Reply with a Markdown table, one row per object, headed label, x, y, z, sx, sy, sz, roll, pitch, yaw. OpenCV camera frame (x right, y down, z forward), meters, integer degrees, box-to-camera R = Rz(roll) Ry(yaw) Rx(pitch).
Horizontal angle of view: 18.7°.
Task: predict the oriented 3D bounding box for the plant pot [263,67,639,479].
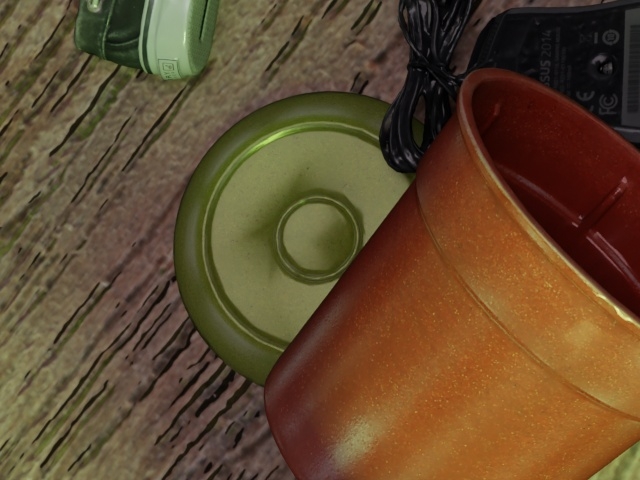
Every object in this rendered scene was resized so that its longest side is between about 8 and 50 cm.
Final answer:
| label | x | y | z | sx | sy | sz | roll | pitch | yaw |
| --- | --- | --- | --- | --- | --- | --- | --- | --- | --- |
| plant pot | 0.118 | 0.072 | 1.324 | 0.272 | 0.272 | 0.265 | 48 | 116 | 13 |

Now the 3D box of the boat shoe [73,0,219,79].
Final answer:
| label | x | y | z | sx | sy | sz | roll | pitch | yaw |
| --- | --- | --- | --- | --- | --- | --- | --- | --- | --- |
| boat shoe | -0.125 | -0.296 | 1.508 | 0.119 | 0.121 | 0.335 | 10 | 86 | 7 |

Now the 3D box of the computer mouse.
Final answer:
| label | x | y | z | sx | sy | sz | roll | pitch | yaw |
| --- | --- | --- | --- | --- | --- | --- | --- | --- | --- |
| computer mouse | 0.190 | -0.123 | 1.455 | 0.272 | 0.072 | 0.188 | 4 | 72 | 18 |

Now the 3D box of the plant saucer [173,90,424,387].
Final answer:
| label | x | y | z | sx | sy | sz | roll | pitch | yaw |
| --- | --- | --- | --- | --- | --- | --- | --- | --- | --- |
| plant saucer | 0.000 | 0.000 | 1.486 | 0.241 | 0.037 | 0.241 | -2 | 81 | 11 |
